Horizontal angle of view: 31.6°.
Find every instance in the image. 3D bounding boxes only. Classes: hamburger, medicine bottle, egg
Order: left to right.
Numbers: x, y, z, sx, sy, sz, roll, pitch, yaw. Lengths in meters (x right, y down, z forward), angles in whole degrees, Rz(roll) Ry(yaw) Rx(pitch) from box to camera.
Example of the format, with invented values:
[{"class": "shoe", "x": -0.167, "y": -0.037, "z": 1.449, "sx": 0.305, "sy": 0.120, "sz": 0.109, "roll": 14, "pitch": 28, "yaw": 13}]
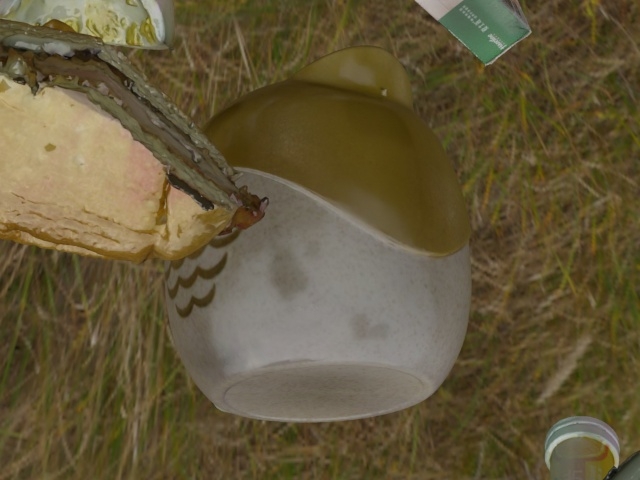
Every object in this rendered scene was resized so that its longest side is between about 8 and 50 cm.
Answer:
[{"class": "hamburger", "x": -0.212, "y": -0.073, "z": 0.853, "sx": 0.245, "sy": 0.155, "sz": 0.282, "roll": -29, "pitch": 111, "yaw": 16}, {"class": "egg", "x": -0.336, "y": -0.383, "z": 1.697, "sx": 0.271, "sy": 0.206, "sz": 0.161, "roll": 10, "pitch": 94, "yaw": 3}, {"class": "medicine bottle", "x": 0.242, "y": 0.259, "z": 1.039, "sx": 0.074, "sy": 0.218, "sz": 0.074, "roll": 6, "pitch": 123, "yaw": 9}]

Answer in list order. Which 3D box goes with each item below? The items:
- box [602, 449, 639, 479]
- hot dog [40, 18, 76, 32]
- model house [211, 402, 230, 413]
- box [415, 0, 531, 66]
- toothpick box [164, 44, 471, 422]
[{"class": "box", "x": 0.275, "y": 0.249, "z": 0.881, "sx": 0.124, "sy": 0.172, "sz": 0.093, "roll": -46, "pitch": 152, "yaw": -3}, {"class": "hot dog", "x": -0.290, "y": -0.149, "z": 1.120, "sx": 0.066, "sy": 0.047, "sz": 0.216, "roll": 43, "pitch": 145, "yaw": -17}, {"class": "model house", "x": -0.126, "y": 0.145, "z": 1.976, "sx": 0.205, "sy": 0.279, "sz": 0.218, "roll": 2, "pitch": 108, "yaw": -23}, {"class": "box", "x": 0.169, "y": -0.333, "z": 1.431, "sx": 0.081, "sy": 0.135, "sz": 0.199, "roll": -35, "pitch": 132, "yaw": 23}, {"class": "toothpick box", "x": 0.000, "y": 0.000, "z": 1.486, "sx": 0.409, "sy": 0.425, "sz": 0.409, "roll": -3, "pitch": 157, "yaw": -1}]
